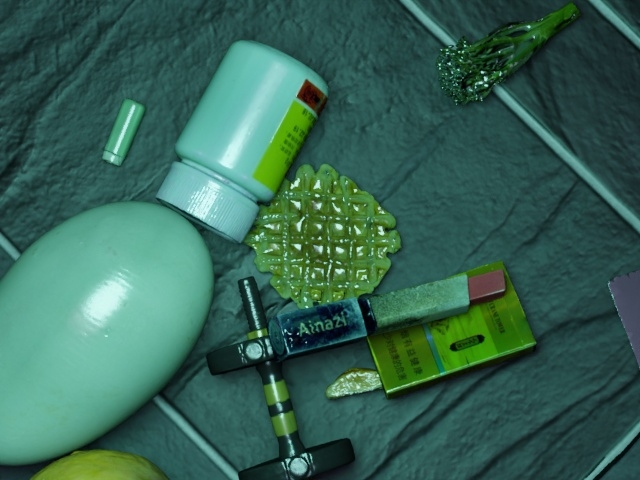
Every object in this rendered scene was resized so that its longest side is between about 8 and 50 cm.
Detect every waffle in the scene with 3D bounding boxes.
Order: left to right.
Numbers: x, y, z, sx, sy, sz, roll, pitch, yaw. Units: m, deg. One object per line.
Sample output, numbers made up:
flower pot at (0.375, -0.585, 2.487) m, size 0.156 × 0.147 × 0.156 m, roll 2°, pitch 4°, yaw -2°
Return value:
waffle at (0.000, 0.000, 1.780) m, size 0.183 × 0.036 × 0.169 m, roll 42°, pitch 87°, yaw 9°

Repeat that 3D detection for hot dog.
hot dog at (0.048, 0.173, 1.771) m, size 0.090 × 0.030 × 0.034 m, roll -12°, pitch 83°, yaw -1°

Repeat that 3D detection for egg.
egg at (-0.283, 0.111, 1.679) m, size 0.371 × 0.230 × 0.230 m, roll -44°, pitch 86°, yaw 1°

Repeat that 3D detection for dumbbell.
dumbbell at (-0.048, 0.201, 1.713) m, size 0.143 × 0.143 × 0.325 m, roll -15°, pitch 85°, yaw -1°

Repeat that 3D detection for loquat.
loquat at (-0.260, 0.349, 1.662) m, size 0.238 × 0.193 × 0.238 m, roll -8°, pitch 108°, yaw -25°

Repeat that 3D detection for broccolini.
broccolini at (0.239, -0.235, 1.803) m, size 0.203 × 0.068 × 0.091 m, roll -23°, pitch 56°, yaw -11°

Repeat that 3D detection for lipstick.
lipstick at (0.091, 0.082, 1.683) m, size 0.312 × 0.051 × 0.051 m, roll -12°, pitch 76°, yaw -22°

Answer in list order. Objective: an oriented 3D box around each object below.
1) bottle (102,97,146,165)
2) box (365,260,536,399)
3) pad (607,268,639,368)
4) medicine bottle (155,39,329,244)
bottle at (-0.248, -0.136, 1.801) m, size 0.030 × 0.030 × 0.083 m, roll 21°, pitch 86°, yaw 2°
box at (0.154, 0.109, 1.758) m, size 0.193 × 0.030 × 0.121 m, roll -18°, pitch 64°, yaw -3°
pad at (0.508, 0.082, 1.792) m, size 0.265 × 0.009 × 0.159 m, roll -19°, pitch 85°, yaw -3°
medicine bottle at (-0.096, -0.121, 1.744) m, size 0.139 × 0.139 × 0.225 m, roll 29°, pitch 85°, yaw 3°
